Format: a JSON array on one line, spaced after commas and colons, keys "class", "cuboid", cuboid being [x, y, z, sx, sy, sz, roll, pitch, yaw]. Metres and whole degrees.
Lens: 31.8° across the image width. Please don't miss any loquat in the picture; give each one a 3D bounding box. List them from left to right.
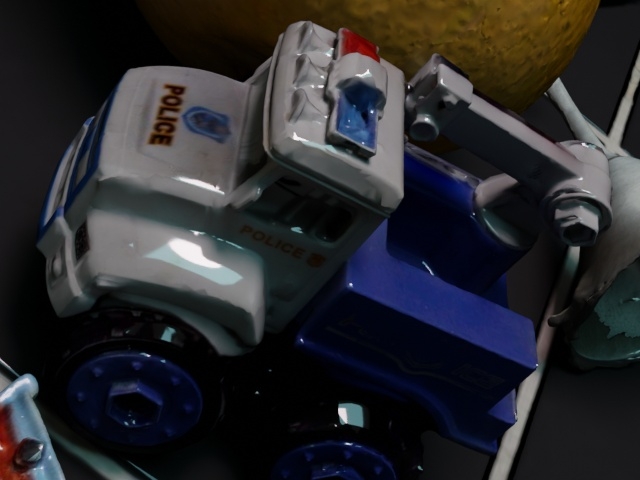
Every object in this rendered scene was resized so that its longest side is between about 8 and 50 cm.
[{"class": "loquat", "cuboid": [0.020, -0.166, 0.580, 0.263, 0.263, 0.263, 22, 43, -22]}]

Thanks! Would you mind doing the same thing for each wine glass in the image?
[{"class": "wine glass", "cuboid": [0.167, -0.056, 0.685, 0.156, 0.156, 0.232, 4, 49, -37]}]

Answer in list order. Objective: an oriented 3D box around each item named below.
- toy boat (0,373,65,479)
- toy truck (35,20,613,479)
[{"class": "toy boat", "cuboid": [-0.077, 0.124, 0.375, 0.058, 0.069, 0.173, -20, 67, -31]}, {"class": "toy truck", "cuboid": [0.000, 0.000, 0.468, 0.213, 0.177, 0.161, 24, 43, -20]}]
